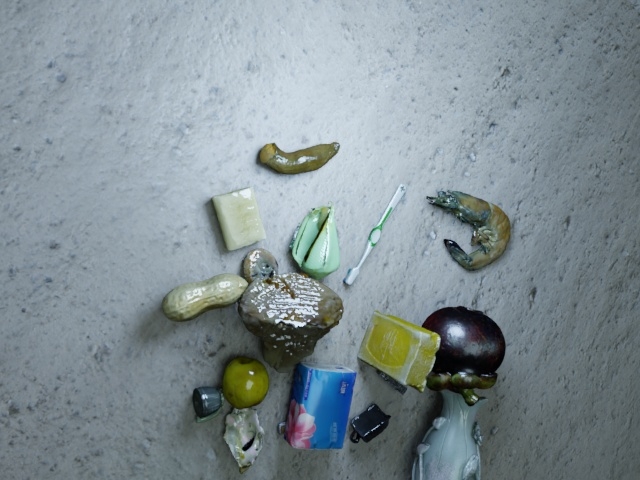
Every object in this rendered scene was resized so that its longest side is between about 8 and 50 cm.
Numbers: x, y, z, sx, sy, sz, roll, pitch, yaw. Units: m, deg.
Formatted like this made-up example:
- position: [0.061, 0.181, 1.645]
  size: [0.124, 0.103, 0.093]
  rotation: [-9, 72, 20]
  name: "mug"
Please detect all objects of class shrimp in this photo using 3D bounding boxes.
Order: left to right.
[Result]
- position: [-0.184, 0.134, 1.802]
  size: [0.126, 0.047, 0.223]
  rotation: [-15, 101, -32]
  name: "shrimp"
- position: [0.547, -0.046, 2.101]
  size: [0.445, 0.085, 0.272]
  rotation: [26, 90, -29]
  name: "shrimp"

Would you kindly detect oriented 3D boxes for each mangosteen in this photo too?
- position: [0.500, 0.391, 2.000]
  size: [0.330, 0.330, 0.330]
  rotation: [-3, 97, -24]
  name: "mangosteen"

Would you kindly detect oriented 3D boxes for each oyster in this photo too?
- position: [-0.245, 0.637, 1.818]
  size: [0.133, 0.072, 0.209]
  rotation: [-24, 85, -14]
  name: "oyster"

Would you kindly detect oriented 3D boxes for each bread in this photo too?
- position: [-0.254, -0.069, 1.736]
  size: [0.139, 0.060, 0.178]
  rotation: [-17, 103, -21]
  name: "bread"

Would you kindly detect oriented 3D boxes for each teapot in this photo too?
- position: [-0.353, 0.509, 1.753]
  size: [0.091, 0.124, 0.092]
  rotation: [-4, 59, -32]
  name: "teapot"
- position: [0.181, 0.674, 2.007]
  size: [0.177, 0.087, 0.096]
  rotation: [-30, 130, -19]
  name: "teapot"

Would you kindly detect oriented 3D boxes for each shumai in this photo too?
- position: [-0.106, 0.263, 1.786]
  size: [0.346, 0.217, 0.283]
  rotation: [-5, 140, -23]
  name: "shumai"

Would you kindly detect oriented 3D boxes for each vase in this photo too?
- position: [0.491, 0.767, 2.081]
  size: [0.250, 0.250, 0.445]
  rotation: [15, 86, -25]
  name: "vase"

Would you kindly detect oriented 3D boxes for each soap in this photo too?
- position: [0.258, 0.365, 1.877]
  size: [0.091, 0.315, 0.199]
  rotation: [20, 88, -25]
  name: "soap"

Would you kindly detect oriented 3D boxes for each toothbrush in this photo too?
- position: [0.198, -0.024, 1.958]
  size: [0.042, 0.040, 0.418]
  rotation: [35, 81, -22]
  name: "toothbrush"

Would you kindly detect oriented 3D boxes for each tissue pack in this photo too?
- position: [0.005, 0.555, 1.869]
  size: [0.209, 0.137, 0.269]
  rotation: [14, 84, -30]
  name: "tissue pack"

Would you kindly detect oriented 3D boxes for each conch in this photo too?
- position: [-0.016, 0.006, 1.822]
  size: [0.137, 0.143, 0.250]
  rotation: [-9, 87, -65]
  name: "conch"

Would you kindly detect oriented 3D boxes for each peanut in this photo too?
- position: [-0.348, 0.171, 1.688]
  size: [0.274, 0.125, 0.111]
  rotation: [-14, 89, -29]
  name: "peanut"

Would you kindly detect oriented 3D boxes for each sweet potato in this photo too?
- position: [-0.056, -0.274, 1.791]
  size: [0.286, 0.085, 0.112]
  rotation: [-14, 97, -23]
  name: "sweet potato"

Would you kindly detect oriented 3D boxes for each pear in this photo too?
- position: [-0.235, 0.451, 1.754]
  size: [0.149, 0.149, 0.162]
  rotation: [-6, 93, -24]
  name: "pear"

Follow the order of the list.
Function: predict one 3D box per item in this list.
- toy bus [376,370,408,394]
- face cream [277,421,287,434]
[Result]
- position: [0.262, 0.513, 2.039]
  size: [0.131, 0.052, 0.037]
  rotation: [43, 83, -20]
  name: "toy bus"
- position: [-0.106, 0.636, 1.901]
  size: [0.083, 0.021, 0.040]
  rotation: [-5, 97, -24]
  name: "face cream"
